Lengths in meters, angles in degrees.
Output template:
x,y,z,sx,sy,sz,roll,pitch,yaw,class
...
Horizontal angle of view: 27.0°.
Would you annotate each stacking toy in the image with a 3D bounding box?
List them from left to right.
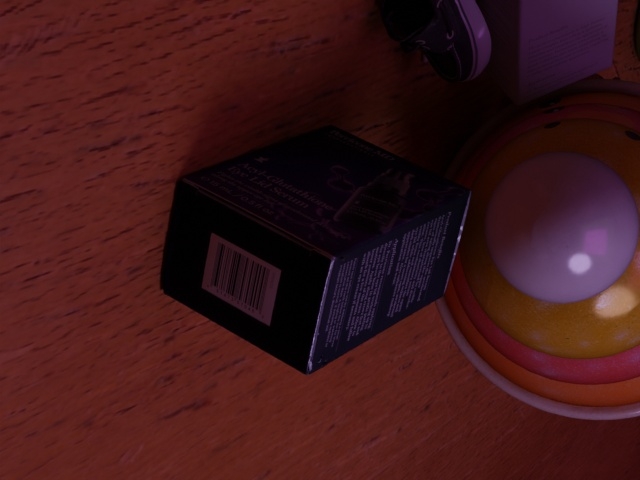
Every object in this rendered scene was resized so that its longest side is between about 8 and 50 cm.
x,y,z,sx,sy,sz,roll,pitch,yaw,class
0.239,0.000,1.178,0.350,0.351,0.480,-64,167,3,stacking toy

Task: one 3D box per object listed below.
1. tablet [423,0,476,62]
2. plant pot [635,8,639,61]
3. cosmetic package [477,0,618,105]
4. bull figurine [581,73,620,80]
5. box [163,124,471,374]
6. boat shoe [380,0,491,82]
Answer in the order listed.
x,y,z,sx,sy,sz,roll,pitch,yaw,class
0.123,-0.208,1.259,0.083,0.006,0.054,-42,147,-35,tablet
0.601,-0.266,1.661,0.366,0.353,0.366,-42,147,-36,plant pot
0.215,-0.249,1.258,0.117,0.085,0.231,-23,140,-14,cosmetic package
0.251,-0.064,1.518,0.188,0.101,0.310,-21,139,-62,bull figurine
0.000,0.000,1.076,0.207,0.153,0.108,-27,136,-51,box
0.084,-0.199,1.123,0.076,0.080,0.228,-48,149,-14,boat shoe
